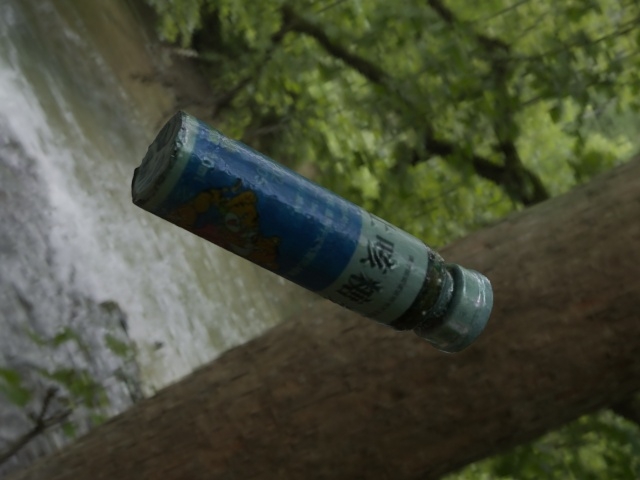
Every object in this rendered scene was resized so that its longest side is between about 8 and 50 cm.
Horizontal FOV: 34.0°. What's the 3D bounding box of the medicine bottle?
[{"bbox_3d":[0.000,0.000,0.517,0.191,0.051,0.051,26,30,-26],"label":"medicine bottle"}]
